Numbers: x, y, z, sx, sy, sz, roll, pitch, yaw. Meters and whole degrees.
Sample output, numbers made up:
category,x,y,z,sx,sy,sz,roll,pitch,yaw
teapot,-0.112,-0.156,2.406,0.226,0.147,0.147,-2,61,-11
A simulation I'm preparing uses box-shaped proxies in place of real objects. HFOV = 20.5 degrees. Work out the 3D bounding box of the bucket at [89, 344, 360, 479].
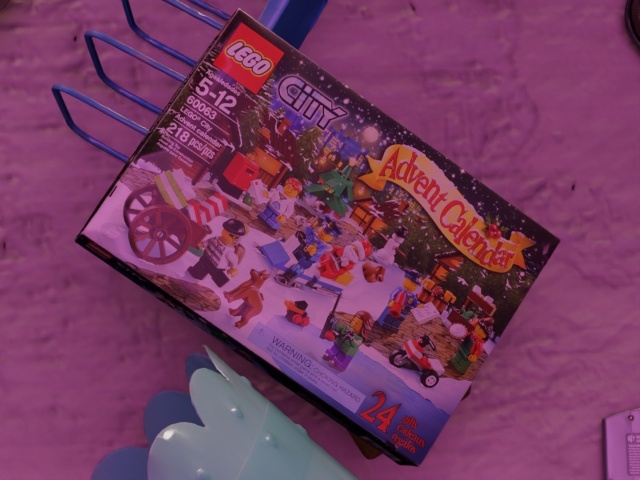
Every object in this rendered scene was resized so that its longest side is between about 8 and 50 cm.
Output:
category,x,y,z,sx,sy,sz,roll,pitch,yaw
bucket,-0.072,0.216,0.963,0.183,0.281,0.281,38,79,-4

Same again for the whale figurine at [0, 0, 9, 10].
category,x,y,z,sx,sy,sz,roll,pitch,yaw
whale figurine,-0.313,-0.222,1.095,0.272,0.141,0.216,12,79,-1

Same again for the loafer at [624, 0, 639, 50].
category,x,y,z,sx,sy,sz,roll,pitch,yaw
loafer,0.327,-0.109,1.143,0.268,0.084,0.096,30,79,2

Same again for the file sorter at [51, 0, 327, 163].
category,x,y,z,sx,sy,sz,roll,pitch,yaw
file sorter,-0.079,-0.125,1.105,0.104,0.118,0.170,28,78,6

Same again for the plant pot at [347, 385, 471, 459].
category,x,y,z,sx,sy,sz,roll,pitch,yaw
plant pot,0.045,0.078,1.089,0.081,0.083,0.081,-33,83,-10

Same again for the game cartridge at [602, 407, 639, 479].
category,x,y,z,sx,sy,sz,roll,pitch,yaw
game cartridge,0.221,0.133,1.124,0.083,0.017,0.056,1,82,-4

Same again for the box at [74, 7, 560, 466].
category,x,y,z,sx,sy,sz,roll,pitch,yaw
box,0.000,0.000,1.015,0.233,0.044,0.159,35,78,-8
